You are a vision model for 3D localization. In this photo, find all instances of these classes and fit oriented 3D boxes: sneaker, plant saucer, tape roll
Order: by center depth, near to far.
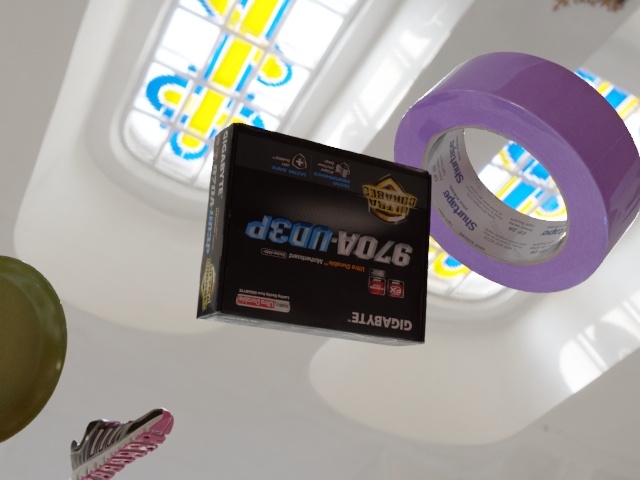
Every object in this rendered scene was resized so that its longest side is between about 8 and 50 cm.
[{"bbox_3d":[0.219,-0.073,0.965,0.275,0.275,0.090,44,-121,7],"label":"tape roll"},{"bbox_3d":[-0.423,0.137,1.049,0.241,0.037,0.241,-9,-79,-55],"label":"plant saucer"},{"bbox_3d":[-0.273,0.262,1.127,0.063,0.170,0.075,33,-155,-56],"label":"sneaker"}]

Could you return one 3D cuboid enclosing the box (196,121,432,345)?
[{"bbox_3d":[0.000,0.000,0.789,0.220,0.051,0.175,12,-105,-28],"label":"box"}]
